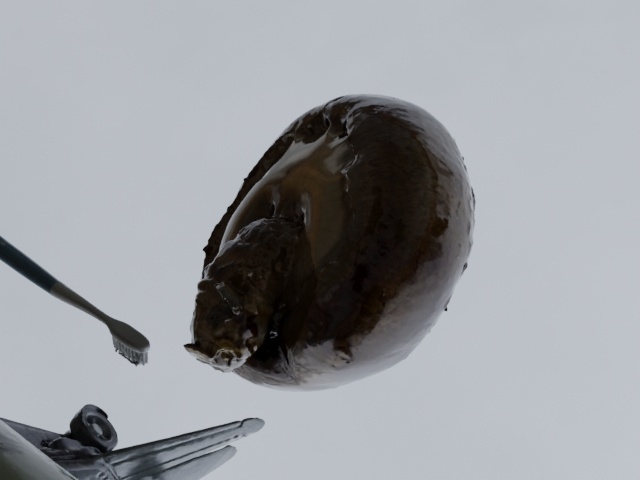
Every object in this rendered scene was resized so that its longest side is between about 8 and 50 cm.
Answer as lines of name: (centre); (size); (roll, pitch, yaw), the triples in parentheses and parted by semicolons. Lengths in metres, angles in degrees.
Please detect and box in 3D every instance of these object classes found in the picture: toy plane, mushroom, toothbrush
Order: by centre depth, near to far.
toy plane: (-0.174, 0.133, 0.919); (0.212, 0.267, 0.088); (-44, -132, 17)
mushroom: (0.007, 0.013, 1.382); (0.278, 0.163, 0.297); (-57, -159, -22)
toothbrush: (-0.239, 0.033, 1.451); (0.276, 0.025, 0.019); (32, -133, 32)

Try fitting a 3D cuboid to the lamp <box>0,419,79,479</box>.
lamp: (-0.083, 0.151, 0.536); (0.121, 0.121, 0.214); (-40, -112, -3)
